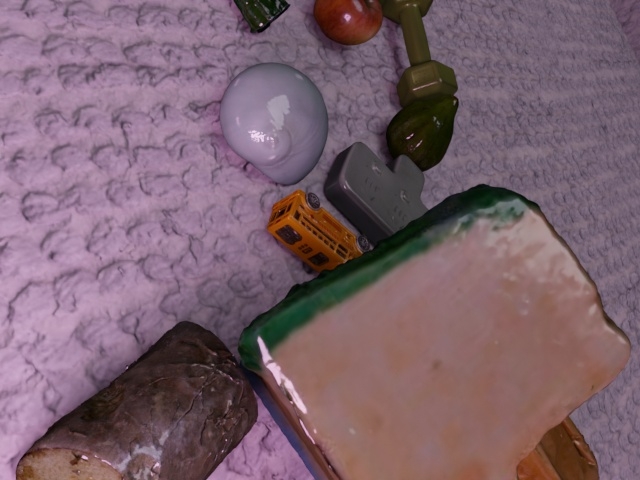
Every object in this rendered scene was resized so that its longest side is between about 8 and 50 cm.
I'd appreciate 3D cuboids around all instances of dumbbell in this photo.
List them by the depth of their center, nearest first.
[{"bbox_3d":[0.193,-0.404,1.583,0.108,0.121,0.302,48,31,-64],"label":"dumbbell"}]

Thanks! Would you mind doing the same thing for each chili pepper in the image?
[{"bbox_3d":[-0.148,-0.445,1.274,0.227,0.059,0.088,50,53,-10],"label":"chili pepper"}]

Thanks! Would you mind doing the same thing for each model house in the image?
[{"bbox_3d":[0.118,0.141,0.987,0.382,0.342,0.335,-34,94,-10],"label":"model house"}]

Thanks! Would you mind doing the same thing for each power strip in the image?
[{"bbox_3d":[0.130,-0.066,1.359,0.265,0.059,0.194,43,43,-21],"label":"power strip"}]

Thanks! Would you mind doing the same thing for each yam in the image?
[{"bbox_3d":[-0.168,0.195,0.815,0.154,0.154,0.254,58,36,-5],"label":"yam"}]

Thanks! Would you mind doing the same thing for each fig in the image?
[{"bbox_3d":[0.200,-0.203,1.439,0.123,0.156,0.123,32,41,-34],"label":"fig"}]

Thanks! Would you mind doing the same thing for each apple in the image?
[{"bbox_3d":[0.050,-0.416,1.438,0.126,0.102,0.126,31,43,-33],"label":"apple"}]

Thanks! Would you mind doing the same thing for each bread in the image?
[{"bbox_3d":[0.315,0.325,1.271,0.288,0.156,0.204,49,32,-12],"label":"bread"}]

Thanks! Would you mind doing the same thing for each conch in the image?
[{"bbox_3d":[-0.056,-0.175,1.190,0.221,0.121,0.185,-15,110,-55],"label":"conch"}]

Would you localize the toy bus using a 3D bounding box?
[{"bbox_3d":[0.000,0.000,1.169,0.162,0.069,0.074,40,45,-24],"label":"toy bus"}]
